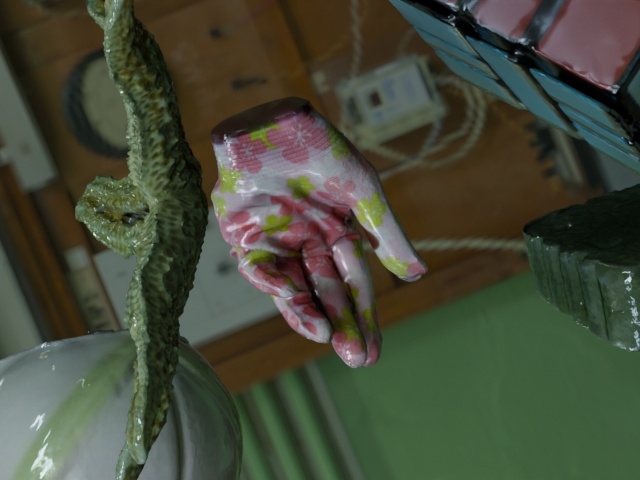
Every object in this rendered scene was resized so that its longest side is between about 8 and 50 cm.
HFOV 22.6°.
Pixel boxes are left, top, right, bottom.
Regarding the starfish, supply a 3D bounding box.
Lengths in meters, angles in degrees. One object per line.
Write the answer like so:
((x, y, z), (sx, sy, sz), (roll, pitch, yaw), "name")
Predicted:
((-0.118, -0.007, 1.048), (0.347, 0.078, 0.358), (-144, 52, -70), "starfish")

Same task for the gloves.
((-0.006, -0.001, 1.419), (0.126, 0.145, 0.241), (14, 128, 59), "gloves")

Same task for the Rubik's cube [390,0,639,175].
((0.265, -0.261, 1.525), (0.283, 0.293, 0.288), (35, 180, 25), "Rubik's cube")

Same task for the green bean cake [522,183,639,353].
((0.291, 0.014, 1.382), (0.185, 0.183, 0.094), (37, 144, 61), "green bean cake")

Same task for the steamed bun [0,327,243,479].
((-0.222, 0.258, 1.670), (0.309, 0.309, 0.309), (157, 90, -87), "steamed bun")
